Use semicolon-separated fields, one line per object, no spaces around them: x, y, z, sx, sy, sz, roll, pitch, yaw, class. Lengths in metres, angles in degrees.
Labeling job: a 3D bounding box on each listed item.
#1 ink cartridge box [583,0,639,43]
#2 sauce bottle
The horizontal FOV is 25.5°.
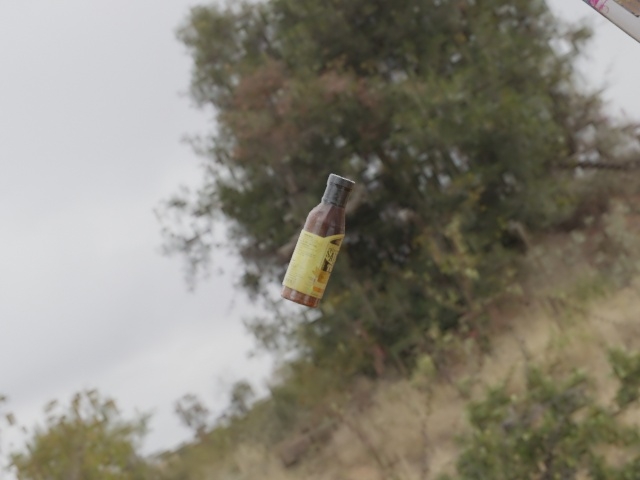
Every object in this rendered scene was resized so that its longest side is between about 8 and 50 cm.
0.279;-0.236;1.023;0.201;0.278;0.117;-54;-10;15;ink cartridge box
0.000;0.000;1.354;0.042;0.042;0.128;3;-73;-80;sauce bottle
